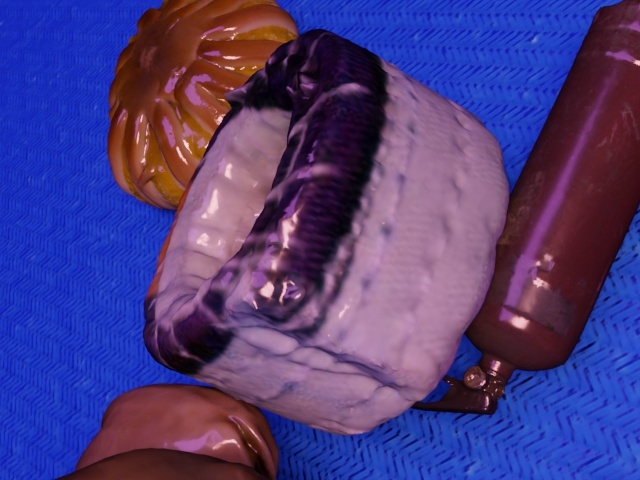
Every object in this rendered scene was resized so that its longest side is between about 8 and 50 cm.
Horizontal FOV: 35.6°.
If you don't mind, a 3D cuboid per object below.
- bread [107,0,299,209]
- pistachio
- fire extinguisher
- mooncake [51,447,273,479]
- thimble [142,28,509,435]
[{"bbox_3d":[-0.106,-0.130,0.849,0.213,0.105,0.213,-20,53,29],"label":"bread"},{"bbox_3d":[-0.093,0.150,0.654,0.126,0.108,0.185,57,141,6],"label":"pistachio"},{"bbox_3d":[0.134,-0.011,0.586,0.089,0.072,0.267,21,81,37],"label":"fire extinguisher"},{"bbox_3d":[-0.071,0.239,0.468,0.156,0.284,0.284,-30,49,25],"label":"mooncake"},{"bbox_3d":[0.000,0.000,0.597,0.237,0.150,0.237,-51,25,35],"label":"thimble"}]
